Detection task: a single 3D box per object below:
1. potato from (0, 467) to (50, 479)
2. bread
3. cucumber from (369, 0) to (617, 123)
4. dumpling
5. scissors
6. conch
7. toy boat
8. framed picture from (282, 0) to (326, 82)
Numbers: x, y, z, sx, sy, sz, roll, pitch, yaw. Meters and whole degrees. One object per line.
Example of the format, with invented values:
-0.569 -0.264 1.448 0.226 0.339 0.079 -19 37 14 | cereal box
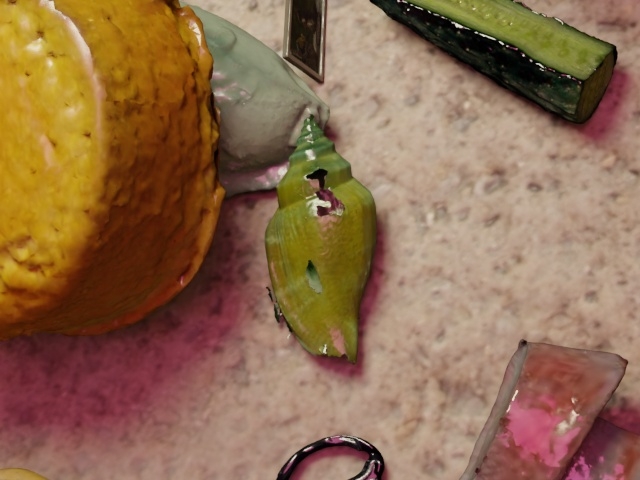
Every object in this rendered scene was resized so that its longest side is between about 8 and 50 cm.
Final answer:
-0.264 0.296 1.194 0.150 0.146 0.234 6 73 45 | potato
-0.259 -0.087 1.207 0.358 0.204 0.336 1 92 27 | bread
0.143 -0.170 1.291 0.211 0.062 0.078 27 47 21 | cucumber
-0.105 -0.122 1.282 0.217 0.105 0.149 39 69 -4 | dumpling
-0.075 0.260 1.226 0.300 0.022 0.109 -28 69 1 | scissors
0.000 -0.002 1.262 0.095 0.079 0.200 6 84 30 | conch
0.253 0.208 1.167 0.282 0.096 0.206 22 86 1 | toy boat
-0.013 -0.190 1.314 0.007 0.066 0.089 -5 72 28 | framed picture
